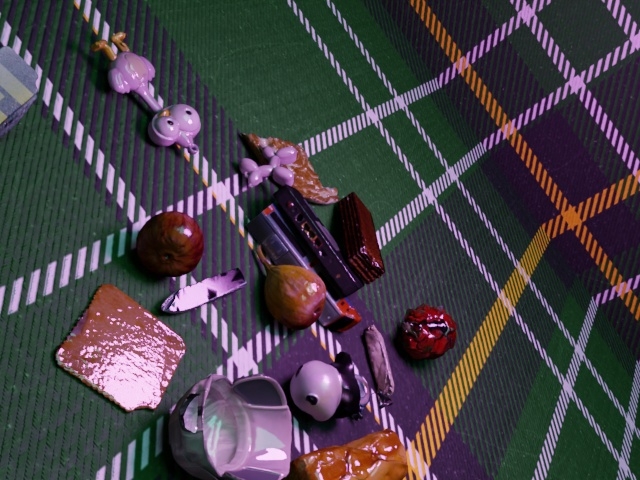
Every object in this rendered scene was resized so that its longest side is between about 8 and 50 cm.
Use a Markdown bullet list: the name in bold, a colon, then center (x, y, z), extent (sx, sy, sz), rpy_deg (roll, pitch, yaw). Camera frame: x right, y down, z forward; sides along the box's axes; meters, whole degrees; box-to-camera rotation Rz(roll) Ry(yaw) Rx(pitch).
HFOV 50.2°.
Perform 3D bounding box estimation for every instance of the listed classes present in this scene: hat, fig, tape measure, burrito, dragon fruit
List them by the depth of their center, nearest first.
- **hat**: center (-0.176, 0.393, 1.388), extent (0.275, 0.161, 0.232), rpy_deg (17, 59, -26)
- **fig**: center (-0.334, 0.009, 1.559), extent (0.202, 0.148, 0.149), rpy_deg (19, 79, -82)
- **tape measure**: center (0.120, 0.384, 1.752), extent (0.107, 0.180, 0.104), rpy_deg (52, 52, -6)
- **fig**: center (-0.092, 0.107, 1.772), extent (0.159, 0.159, 0.257), rpy_deg (-7, 51, -51)
- **burrito**: center (0.166, 0.337, 1.929), extent (0.063, 0.058, 0.229), rpy_deg (63, 16, -57)
- **dragon fruit**: center (0.327, 0.278, 2.072), extent (0.182, 0.182, 0.188), rpy_deg (51, 37, -6)

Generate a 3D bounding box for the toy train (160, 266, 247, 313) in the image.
- **toy train**: center (-0.281, 0.125, 1.601), extent (0.252, 0.048, 0.055), rpy_deg (-20, 83, -48)

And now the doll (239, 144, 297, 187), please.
- **doll**: center (-0.152, -0.209, 1.952), extent (0.160, 0.059, 0.161), rpy_deg (8, 55, -2)

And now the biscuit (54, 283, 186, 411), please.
- **biscuit**: center (-0.401, 0.226, 1.406), extent (0.237, 0.013, 0.232), rpy_deg (41, 37, -18)

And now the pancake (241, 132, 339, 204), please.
- **pancake**: center (-0.090, -0.224, 2.099), extent (0.376, 0.054, 0.197), rpy_deg (40, 44, -22)

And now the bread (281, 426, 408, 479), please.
- **bread**: center (0.052, 0.538, 1.527), extent (0.344, 0.195, 0.149), rpy_deg (0, 56, -46)

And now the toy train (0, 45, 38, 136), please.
- **toy train**: center (-0.714, -0.305, 1.354), extent (0.238, 0.167, 0.299), rpy_deg (46, 37, -22)

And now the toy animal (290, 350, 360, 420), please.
- **toy animal**: center (0.006, 0.358, 1.678), extent (0.179, 0.138, 0.166), rpy_deg (4, 39, -39)

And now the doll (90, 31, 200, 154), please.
- **doll**: center (-0.442, -0.370, 1.776), extent (0.365, 0.094, 0.160), rpy_deg (49, 39, -7)

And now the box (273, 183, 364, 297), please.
- **box**: center (0.000, 0.000, 1.920), extent (0.350, 0.058, 0.211), rpy_deg (55, 5, 5)

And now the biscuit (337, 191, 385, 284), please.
- **biscuit**: center (0.117, -0.014, 2.049), extent (0.107, 0.073, 0.388), rpy_deg (48, 17, -25)

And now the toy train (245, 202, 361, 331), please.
- **toy train**: center (-0.045, 0.089, 1.865), extent (0.409, 0.086, 0.089), rpy_deg (53, 36, -3)
